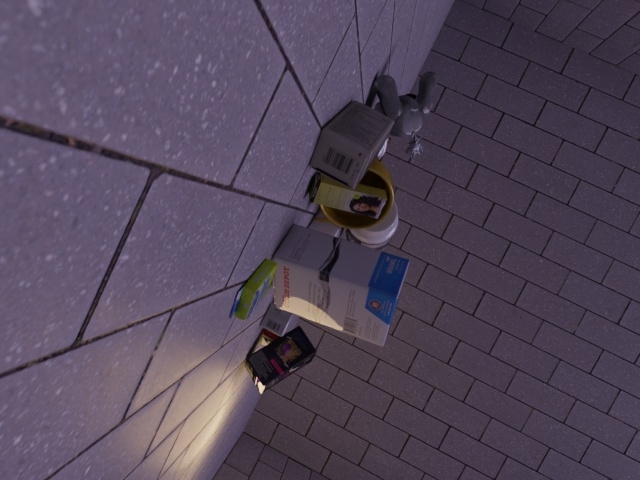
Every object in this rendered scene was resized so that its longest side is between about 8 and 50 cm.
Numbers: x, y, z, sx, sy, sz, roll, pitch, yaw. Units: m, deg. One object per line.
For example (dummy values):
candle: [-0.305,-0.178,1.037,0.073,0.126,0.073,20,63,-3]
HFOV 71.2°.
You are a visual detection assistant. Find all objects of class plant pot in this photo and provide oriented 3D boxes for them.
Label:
plant pot: [0.126,-0.206,1.556,0.239,0.254,0.254,-80,-171,-52]

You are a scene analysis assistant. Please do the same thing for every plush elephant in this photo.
plush elephant: [0.297,-0.505,1.786,0.272,0.255,0.330,-21,115,-20]

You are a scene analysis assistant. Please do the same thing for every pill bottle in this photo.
pill bottle: [0.210,-0.069,1.846,0.204,0.204,0.361,-62,172,-12]

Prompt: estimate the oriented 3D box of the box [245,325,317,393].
box: [-0.173,0.512,1.926,0.270,0.143,0.165,-27,159,-25]

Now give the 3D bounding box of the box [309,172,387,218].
box: [0.085,-0.140,1.408,0.058,0.232,0.087,-91,-163,-50]

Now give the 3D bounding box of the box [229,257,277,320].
box: [-0.181,0.138,1.227,0.109,0.042,0.178,-68,174,31]

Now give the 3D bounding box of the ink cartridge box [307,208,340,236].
ink cartridge box: [0.000,0.000,1.845,0.207,0.119,0.353,107,10,-50]

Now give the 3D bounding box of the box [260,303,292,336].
box: [-0.174,0.321,1.806,0.102,0.101,0.087,-63,175,-9]

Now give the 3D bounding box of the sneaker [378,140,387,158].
sneaker: [0.204,-0.364,2.050,0.208,0.127,0.319,-57,171,-56]

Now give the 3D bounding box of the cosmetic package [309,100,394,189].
cosmetic package: [0.099,-0.287,1.308,0.296,0.153,0.129,-54,171,-52]

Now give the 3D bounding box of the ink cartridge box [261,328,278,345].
ink cartridge box: [-0.200,0.395,2.022,0.134,0.078,0.231,-61,174,-31]

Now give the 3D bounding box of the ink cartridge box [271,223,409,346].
ink cartridge box: [0.057,0.145,1.449,0.285,0.395,0.166,94,18,-47]

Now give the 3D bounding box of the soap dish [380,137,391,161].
soap dish: [0.269,-0.456,2.246,0.229,0.118,0.291,-56,169,-54]
